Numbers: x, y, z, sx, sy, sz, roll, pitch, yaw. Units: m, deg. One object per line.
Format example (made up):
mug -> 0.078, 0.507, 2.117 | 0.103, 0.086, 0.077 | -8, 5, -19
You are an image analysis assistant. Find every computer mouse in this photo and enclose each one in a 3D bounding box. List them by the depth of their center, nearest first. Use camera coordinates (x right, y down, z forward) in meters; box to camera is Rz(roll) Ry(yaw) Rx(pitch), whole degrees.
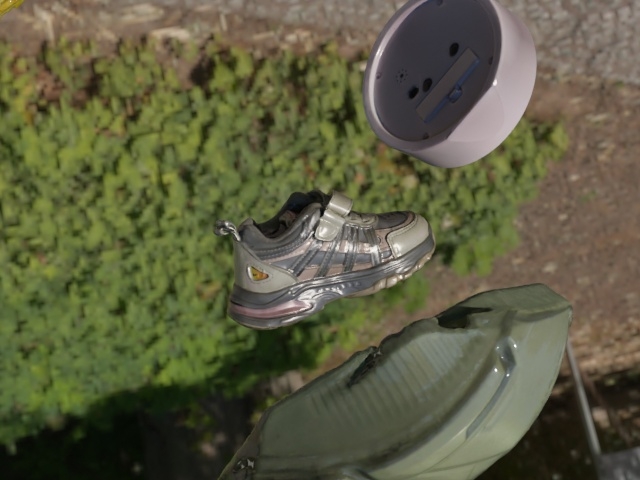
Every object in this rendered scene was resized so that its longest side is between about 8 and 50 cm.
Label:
computer mouse -> 0.087, 0.197, 1.267 | 0.429, 0.145, 0.228 | -33, 158, 22

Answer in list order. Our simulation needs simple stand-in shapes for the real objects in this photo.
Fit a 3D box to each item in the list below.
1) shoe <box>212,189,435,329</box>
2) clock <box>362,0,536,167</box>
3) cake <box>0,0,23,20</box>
shoe -> 0.000, 0.000, 0.993 | 0.180, 0.092, 0.089 | -20, -162, -11
clock -> 0.141, -0.183, 1.377 | 0.197, 0.197, 0.068 | -24, 149, 37
cake -> -0.515, -0.461, 1.844 | 0.222, 0.227, 0.286 | -44, -174, -9
